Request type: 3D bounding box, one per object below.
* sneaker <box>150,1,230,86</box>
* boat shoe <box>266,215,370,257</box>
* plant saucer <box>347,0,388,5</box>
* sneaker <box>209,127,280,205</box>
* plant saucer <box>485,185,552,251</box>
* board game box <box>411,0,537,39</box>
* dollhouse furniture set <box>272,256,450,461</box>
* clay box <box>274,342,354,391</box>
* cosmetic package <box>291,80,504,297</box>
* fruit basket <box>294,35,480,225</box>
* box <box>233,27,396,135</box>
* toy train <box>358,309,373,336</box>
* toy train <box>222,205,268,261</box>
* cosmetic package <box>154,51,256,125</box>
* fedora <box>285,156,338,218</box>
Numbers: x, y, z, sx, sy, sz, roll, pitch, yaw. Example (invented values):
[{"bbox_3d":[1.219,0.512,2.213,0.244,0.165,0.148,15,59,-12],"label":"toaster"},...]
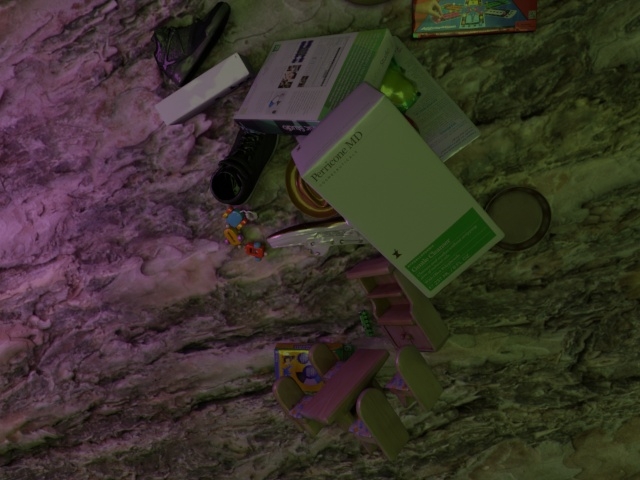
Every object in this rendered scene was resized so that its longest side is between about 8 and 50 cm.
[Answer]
[{"bbox_3d":[-0.318,-0.496,1.140,0.130,0.087,0.227,41,109,-12],"label":"sneaker"},{"bbox_3d":[0.000,0.000,1.233,0.276,0.098,0.096,-10,102,6],"label":"boat shoe"},{"bbox_3d":[0.112,-0.662,1.076,0.240,0.037,0.241,1,99,7],"label":"plant saucer"},{"bbox_3d":[-0.180,-0.212,1.170,0.104,0.147,0.296,23,103,0],"label":"sneaker"},{"bbox_3d":[0.496,-0.056,1.216,0.168,0.029,0.169,1,104,3],"label":"plant saucer"},{"bbox_3d":[0.354,-0.551,1.104,0.281,0.027,0.145,-2,103,5],"label":"board game box"},{"bbox_3d":[0.094,0.252,1.138,0.394,0.362,0.257,-39,102,-31],"label":"dollhouse furniture set"},{"bbox_3d":[-0.016,0.357,1.347,0.221,0.053,0.128,-1,103,5],"label":"clay box"},{"bbox_3d":[0.143,-0.088,0.890,0.197,0.155,0.365,-44,116,13],"label":"cosmetic package"},{"bbox_3d":[0.120,-0.251,1.065,0.327,0.165,0.353,-36,66,11],"label":"fruit basket"},{"bbox_3d":[-0.019,-0.337,1.035,0.321,0.058,0.233,12,72,39],"label":"box"},{"bbox_3d":[0.125,0.230,1.323,0.023,0.017,0.083,-15,102,19],"label":"toy train"},{"bbox_3d":[-0.193,-0.026,1.256,0.125,0.046,0.166,11,131,15],"label":"toy train"},{"bbox_3d":[-0.276,-0.364,1.165,0.238,0.099,0.061,-28,100,11],"label":"cosmetic package"},{"bbox_3d":[-0.005,-0.145,1.207,0.194,0.079,0.195,1,105,4],"label":"fedora"}]
